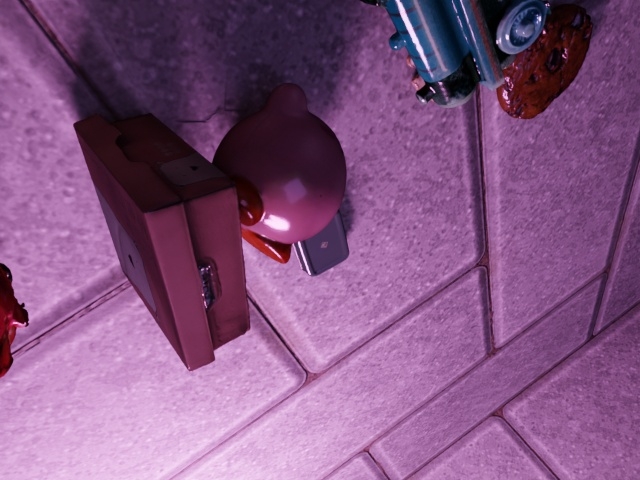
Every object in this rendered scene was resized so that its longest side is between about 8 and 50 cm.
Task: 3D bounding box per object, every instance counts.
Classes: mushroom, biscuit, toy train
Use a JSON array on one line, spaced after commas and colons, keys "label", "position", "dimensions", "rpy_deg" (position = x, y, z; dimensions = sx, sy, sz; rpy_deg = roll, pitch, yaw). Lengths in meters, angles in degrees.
[{"label": "mushroom", "position": [0.159, -0.242, 0.655], "dimensions": [0.049, 0.019, 0.101], "rpy_deg": [-47, 131, 4]}, {"label": "biscuit", "position": [0.377, -0.292, 0.742], "dimensions": [0.192, 0.049, 0.192], "rpy_deg": [-19, 136, -19]}, {"label": "toy train", "position": [0.151, -0.299, 0.537], "dimensions": [0.194, 0.120, 0.298], "rpy_deg": [-39, 135, 9]}]

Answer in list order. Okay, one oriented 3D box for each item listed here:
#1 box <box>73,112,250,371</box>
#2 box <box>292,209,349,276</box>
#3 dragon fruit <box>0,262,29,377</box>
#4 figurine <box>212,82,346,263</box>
[{"label": "box", "position": [-0.168, -0.009, 0.484], "dimensions": [0.086, 0.215, 0.215], "rpy_deg": [-26, 135, -30]}, {"label": "box", "position": [0.000, 0.000, 0.731], "dimensions": [0.091, 0.031, 0.126], "rpy_deg": [-27, 133, -14]}, {"label": "dragon fruit", "position": [-0.410, 0.107, 0.405], "dimensions": [0.243, 0.227, 0.307], "rpy_deg": [-4, 128, -26]}, {"label": "figurine", "position": [-0.047, -0.080, 0.543], "dimensions": [0.173, 0.173, 0.173], "rpy_deg": [-18, 132, -21]}]
